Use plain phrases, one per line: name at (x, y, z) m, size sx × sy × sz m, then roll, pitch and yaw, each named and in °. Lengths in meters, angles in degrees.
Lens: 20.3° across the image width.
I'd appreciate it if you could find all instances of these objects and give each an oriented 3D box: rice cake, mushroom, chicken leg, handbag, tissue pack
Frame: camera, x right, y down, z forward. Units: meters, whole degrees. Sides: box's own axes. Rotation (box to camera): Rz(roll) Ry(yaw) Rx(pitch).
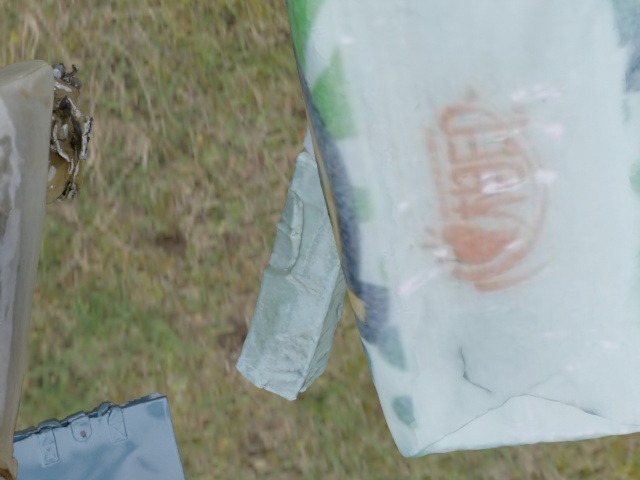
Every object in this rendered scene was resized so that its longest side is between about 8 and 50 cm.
rice cake at (0.000, 0.000, 1.348) m, size 0.066 × 0.063 × 0.336 m, roll 29°, pitch 138°, yaw 12°
mushroom at (-0.322, 0.027, 1.591) m, size 0.154 × 0.137 × 0.407 m, roll 10°, pitch 81°, yaw -51°
chicken leg at (-0.266, -0.099, 1.783) m, size 0.080 × 0.196 × 0.125 m, roll 15°, pitch 106°, yaw -9°
handbag at (-0.266, 0.263, 2.025) m, size 0.221 × 0.057 × 0.144 m, roll -15°, pitch 105°, yaw -25°
tissue pack at (0.062, -0.103, 0.684) m, size 0.128 × 0.311 × 0.228 m, roll -7°, pitch 125°, yaw 8°
